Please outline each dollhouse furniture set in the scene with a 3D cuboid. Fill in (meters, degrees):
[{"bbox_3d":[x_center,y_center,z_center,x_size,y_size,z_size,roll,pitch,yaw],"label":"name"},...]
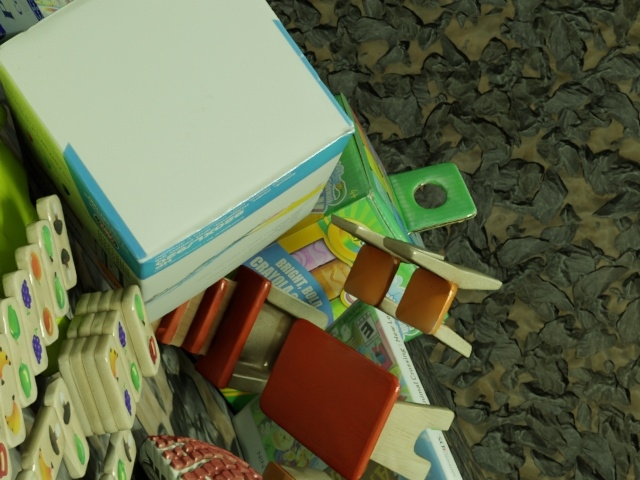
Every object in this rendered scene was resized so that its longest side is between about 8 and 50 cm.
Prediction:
[{"bbox_3d":[-0.022,0.103,1.067,0.135,0.262,0.259,23,2,-34],"label":"dollhouse furniture set"}]

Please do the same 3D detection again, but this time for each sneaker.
[{"bbox_3d":[-0.068,0.222,0.933,0.088,0.093,0.225,18,27,-51],"label":"sneaker"}]

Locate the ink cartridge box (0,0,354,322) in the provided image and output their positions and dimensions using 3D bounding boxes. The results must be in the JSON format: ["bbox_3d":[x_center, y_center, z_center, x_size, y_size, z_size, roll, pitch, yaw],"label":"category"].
[{"bbox_3d":[-0.105,-0.068,0.957,0.171,0.168,0.233,54,-14,7],"label":"ink cartridge box"}]

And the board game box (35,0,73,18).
[{"bbox_3d":[-0.271,-0.237,1.266,0.103,0.026,0.154,60,9,-21],"label":"board game box"}]

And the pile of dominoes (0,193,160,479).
[{"bbox_3d":[-0.133,0.102,0.772,0.251,0.040,0.196,-89,168,-63],"label":"pile of dominoes"}]

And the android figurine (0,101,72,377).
[{"bbox_3d":[-0.231,-0.040,0.812,0.273,0.056,0.248,58,10,-41],"label":"android figurine"}]

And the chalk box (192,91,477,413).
[{"bbox_3d":[0.000,0.000,1.281,0.179,0.289,0.180,57,10,-36],"label":"chalk box"}]

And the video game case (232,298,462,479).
[{"bbox_3d":[0.015,0.180,1.159,0.023,0.212,0.193,9,47,-41],"label":"video game case"}]

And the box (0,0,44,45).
[{"bbox_3d":[-0.269,-0.187,0.971,0.126,0.072,0.137,61,9,-10],"label":"box"}]
